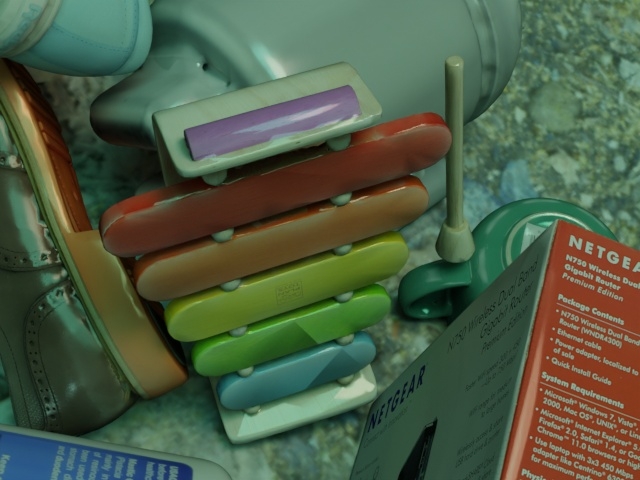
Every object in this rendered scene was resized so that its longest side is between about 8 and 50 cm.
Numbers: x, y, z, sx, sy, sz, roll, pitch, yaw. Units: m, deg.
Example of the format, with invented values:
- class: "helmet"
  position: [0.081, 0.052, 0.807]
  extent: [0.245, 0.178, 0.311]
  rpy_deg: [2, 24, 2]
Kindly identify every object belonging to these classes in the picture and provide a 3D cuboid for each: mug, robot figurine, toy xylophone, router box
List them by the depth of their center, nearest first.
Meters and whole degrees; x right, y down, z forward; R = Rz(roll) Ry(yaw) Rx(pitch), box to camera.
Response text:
- class: "router box"
  position: [0.074, 0.193, 0.686]
  extent: [0.082, 0.335, 0.301]
  rpy_deg: [21, 62, -6]
- class: "toy xylophone"
  position: [0.000, 0.000, 0.763]
  extent: [0.236, 0.323, 0.081]
  rpy_deg: [-21, 55, -4]
- class: "robot figurine"
  position: [0.008, -0.136, 0.890]
  extent: [0.353, 0.199, 0.300]
  rpy_deg: [-35, 119, -26]
- class: "mug"
  position: [0.154, 0.039, 0.898]
  extent: [0.157, 0.097, 0.129]
  rpy_deg: [-30, 69, -19]

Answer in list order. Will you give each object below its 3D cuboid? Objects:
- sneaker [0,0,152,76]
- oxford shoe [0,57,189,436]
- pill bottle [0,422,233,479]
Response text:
- class: "sneaker"
  position: [-0.204, -0.254, 0.831]
  extent: [0.150, 0.135, 0.366]
  rpy_deg: [21, 47, -50]
- class: "oxford shoe"
  position: [-0.230, -0.034, 0.815]
  extent: [0.132, 0.130, 0.364]
  rpy_deg: [-30, 78, -2]
- class: "pill bottle"
  position: [-0.137, 0.198, 0.730]
  extent: [0.272, 0.152, 0.152]
  rpy_deg: [13, 64, -9]
